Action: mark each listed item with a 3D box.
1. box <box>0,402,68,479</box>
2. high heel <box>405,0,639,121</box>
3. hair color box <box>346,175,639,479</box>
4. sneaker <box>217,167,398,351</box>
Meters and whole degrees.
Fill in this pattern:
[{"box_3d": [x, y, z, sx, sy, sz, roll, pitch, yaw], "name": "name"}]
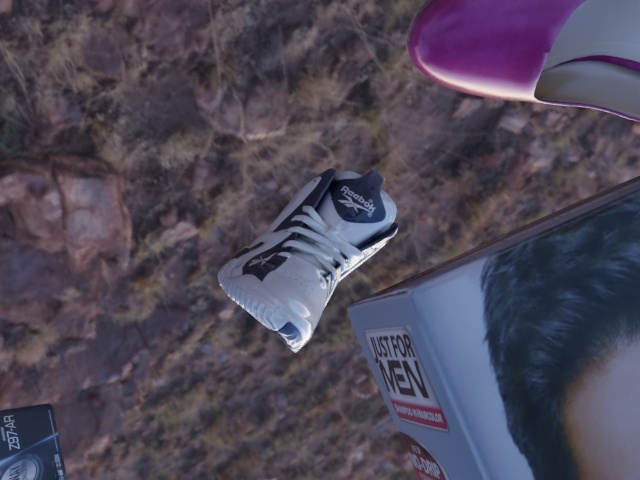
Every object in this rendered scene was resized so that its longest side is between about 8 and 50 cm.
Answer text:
[{"box_3d": [-0.234, 0.172, 0.719, 0.067, 0.083, 0.018, -1, 155, -39], "name": "box"}, {"box_3d": [0.160, -0.080, 0.450, 0.244, 0.117, 0.082, -4, 135, -35], "name": "high heel"}, {"box_3d": [0.176, 0.159, 0.393, 0.185, 0.375, 0.113, -23, 177, -12], "name": "hair color box"}, {"box_3d": [0.000, 0.000, 0.801, 0.153, 0.094, 0.235, -48, 179, 6], "name": "sneaker"}]
